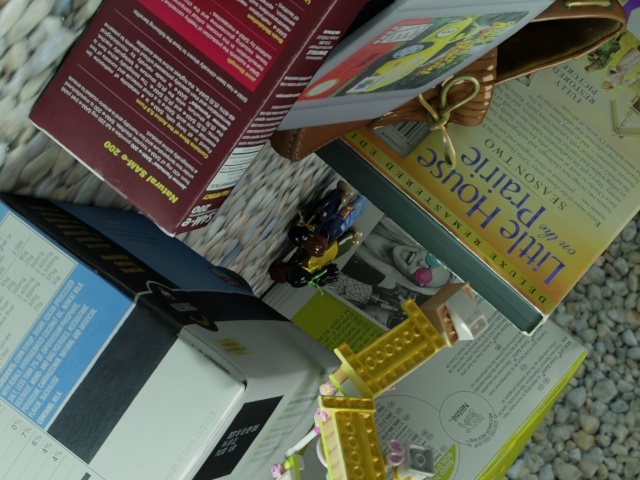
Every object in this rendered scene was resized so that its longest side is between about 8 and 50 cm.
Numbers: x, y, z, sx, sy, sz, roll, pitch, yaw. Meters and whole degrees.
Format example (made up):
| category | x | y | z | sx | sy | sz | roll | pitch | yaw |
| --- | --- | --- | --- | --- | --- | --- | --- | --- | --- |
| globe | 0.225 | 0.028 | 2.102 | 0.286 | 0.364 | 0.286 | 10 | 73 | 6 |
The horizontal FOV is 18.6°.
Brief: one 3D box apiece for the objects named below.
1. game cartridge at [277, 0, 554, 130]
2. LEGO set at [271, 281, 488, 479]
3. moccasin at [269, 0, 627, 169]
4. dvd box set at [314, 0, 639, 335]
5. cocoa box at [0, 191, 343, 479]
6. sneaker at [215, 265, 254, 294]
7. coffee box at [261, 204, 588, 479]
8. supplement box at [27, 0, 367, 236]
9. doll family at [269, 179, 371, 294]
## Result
| category | x | y | z | sx | sy | sz | roll | pitch | yaw |
| --- | --- | --- | --- | --- | --- | --- | --- | --- | --- |
| game cartridge | 0.064 | -0.166 | 1.527 | 0.196 | 0.060 | 0.294 | -15 | 168 | -43 |
| LEGO set | 0.036 | 0.148 | 1.491 | 0.107 | 0.132 | 0.287 | -46 | -155 | 47 |
| moccasin | 0.118 | -0.159 | 1.781 | 0.380 | 0.147 | 0.139 | -24 | 158 | -31 |
| dvd box set | 0.218 | -0.150 | 1.905 | 0.420 | 0.307 | 0.062 | -47 | 173 | -26 |
| cocoa box | -0.160 | 0.122 | 1.453 | 0.231 | 0.228 | 0.347 | -55 | 169 | 5 |
| sneaker | -0.155 | 0.182 | 1.884 | 0.178 | 0.123 | 0.295 | 108 | 6 | -53 |
| coffee box | 0.063 | 0.212 | 2.376 | 0.338 | 0.334 | 0.338 | -45 | 167 | -29 |
| supplement box | -0.067 | -0.136 | 1.262 | 0.239 | 0.130 | 0.073 | -53 | 169 | 14 |
| doll family | 0.000 | 0.000 | 2.144 | 0.111 | 0.076 | 0.193 | -39 | 159 | -32 |
